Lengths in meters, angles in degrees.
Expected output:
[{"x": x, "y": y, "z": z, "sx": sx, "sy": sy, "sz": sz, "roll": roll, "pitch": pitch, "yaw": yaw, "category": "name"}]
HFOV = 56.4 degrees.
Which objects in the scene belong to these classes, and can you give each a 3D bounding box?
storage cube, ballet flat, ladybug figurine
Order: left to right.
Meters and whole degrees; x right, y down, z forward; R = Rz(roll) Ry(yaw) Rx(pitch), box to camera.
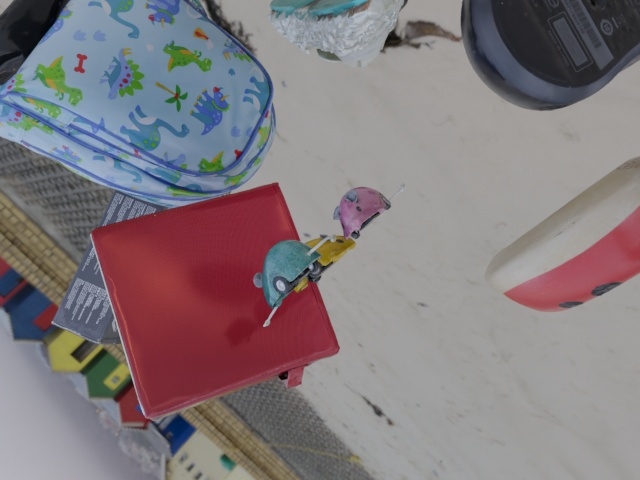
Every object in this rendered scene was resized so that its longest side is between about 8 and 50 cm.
[{"x": -0.117, "y": 0.075, "z": 0.647, "sx": 0.183, "sy": 0.193, "sz": 0.214, "roll": 129, "pitch": 123, "yaw": -68, "category": "storage cube"}, {"x": 0.036, "y": -0.347, "z": 0.957, "sx": 0.147, "sy": 0.147, "sz": 0.409, "roll": 54, "pitch": 176, "yaw": -29, "category": "ballet flat"}, {"x": 0.481, "y": 0.007, "z": 1.073, "sx": 0.161, "sy": 0.305, "sz": 0.449, "roll": 55, "pitch": 154, "yaw": 11, "category": "ladybug figurine"}]

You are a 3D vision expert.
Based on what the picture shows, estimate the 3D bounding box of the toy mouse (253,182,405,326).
[{"x": 0.000, "y": 0.000, "z": 0.433, "sx": 0.031, "sy": 0.161, "sz": 0.143, "roll": 49, "pitch": 178, "yaw": 8, "category": "toy mouse"}]

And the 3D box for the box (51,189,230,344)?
[{"x": -0.279, "y": -0.017, "z": 1.053, "sx": 0.097, "sy": 0.394, "sz": 0.318, "roll": 22, "pitch": 172, "yaw": 8, "category": "box"}]

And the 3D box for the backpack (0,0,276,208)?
[{"x": -0.233, "y": -0.191, "z": 0.782, "sx": 0.273, "sy": 0.290, "sz": 0.355, "roll": -7, "pitch": 141, "yaw": 47, "category": "backpack"}]

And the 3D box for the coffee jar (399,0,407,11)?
[{"x": 0.087, "y": -0.424, "z": 1.060, "sx": 0.079, "sy": 0.096, "sz": 0.184, "roll": 6, "pitch": 176, "yaw": -20, "category": "coffee jar"}]

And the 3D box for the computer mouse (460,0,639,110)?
[{"x": 0.203, "y": -0.169, "z": 0.461, "sx": 0.188, "sy": 0.272, "sz": 0.072, "roll": 65, "pitch": 153, "yaw": -1, "category": "computer mouse"}]
